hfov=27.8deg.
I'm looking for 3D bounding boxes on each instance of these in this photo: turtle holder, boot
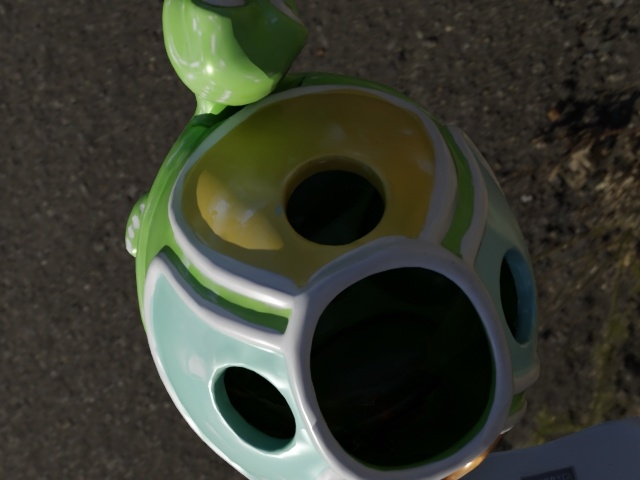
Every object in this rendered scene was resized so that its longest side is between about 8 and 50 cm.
[{"bbox_3d":[0.018,0.006,0.759,0.243,0.227,0.320,2,105,-14],"label":"turtle holder"},{"bbox_3d":[0.225,0.224,1.137,0.258,0.095,0.123,-7,154,5],"label":"boot"}]
